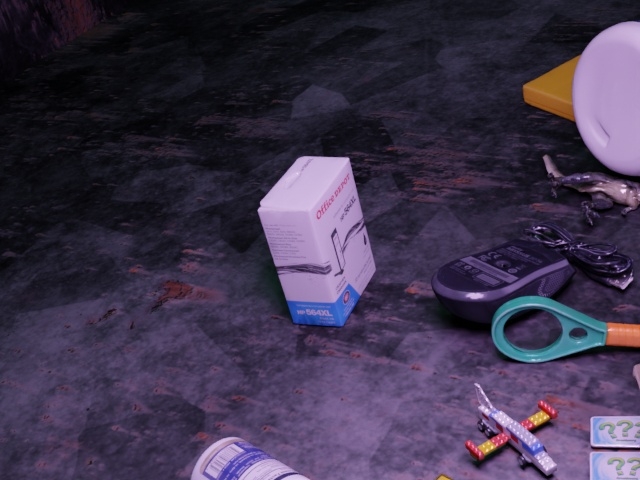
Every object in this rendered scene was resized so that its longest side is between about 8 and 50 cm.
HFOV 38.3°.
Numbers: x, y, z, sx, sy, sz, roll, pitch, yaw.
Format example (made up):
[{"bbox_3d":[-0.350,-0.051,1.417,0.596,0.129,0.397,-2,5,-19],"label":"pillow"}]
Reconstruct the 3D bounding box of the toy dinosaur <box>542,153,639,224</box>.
[{"bbox_3d":[0.419,-0.080,1.421,0.118,0.064,0.268,-19,28,-35],"label":"toy dinosaur"}]

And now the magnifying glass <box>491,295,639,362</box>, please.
[{"bbox_3d":[0.329,0.115,1.144,0.231,0.092,0.026,2,31,7],"label":"magnifying glass"}]

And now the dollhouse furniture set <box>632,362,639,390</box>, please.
[{"bbox_3d":[0.424,0.178,0.823,0.197,0.151,0.301,13,33,-2],"label":"dollhouse furniture set"}]

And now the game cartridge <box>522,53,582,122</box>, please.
[{"bbox_3d":[0.589,-0.297,1.703,0.324,0.052,0.285,-29,34,-17],"label":"game cartridge"}]

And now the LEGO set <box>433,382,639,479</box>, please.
[{"bbox_3d":[0.246,0.237,1.006,0.244,0.060,0.182,-3,30,19],"label":"LEGO set"}]

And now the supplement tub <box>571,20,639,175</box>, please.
[{"bbox_3d":[0.573,-0.231,1.401,0.316,0.228,0.228,-13,29,-23],"label":"supplement tub"}]

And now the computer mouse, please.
[{"bbox_3d":[0.274,0.058,1.267,0.272,0.072,0.188,-16,28,-25],"label":"computer mouse"}]

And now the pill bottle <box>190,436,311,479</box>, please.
[{"bbox_3d":[-0.058,0.290,1.013,0.169,0.094,0.094,20,46,42],"label":"pill bottle"}]

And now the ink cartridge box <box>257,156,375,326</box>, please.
[{"bbox_3d":[0.000,0.000,1.336,0.086,0.203,0.148,3,37,27],"label":"ink cartridge box"}]
